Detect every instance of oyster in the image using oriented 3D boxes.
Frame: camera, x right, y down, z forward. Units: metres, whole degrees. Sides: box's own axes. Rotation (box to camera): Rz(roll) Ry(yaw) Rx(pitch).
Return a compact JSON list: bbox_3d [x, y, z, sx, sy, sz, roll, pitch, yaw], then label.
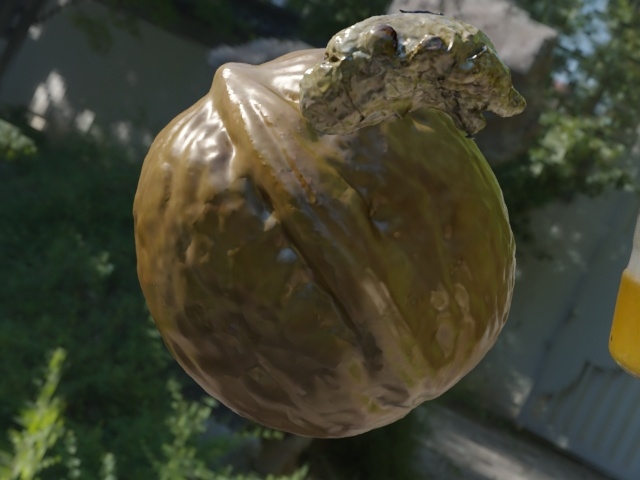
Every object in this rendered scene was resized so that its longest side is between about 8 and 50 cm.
[{"bbox_3d":[0.040,-0.061,0.631,0.081,0.083,0.038,50,0,-22],"label":"oyster"}]

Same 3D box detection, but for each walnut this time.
[{"bbox_3d":[0.000,0.000,1.227,0.332,0.333,0.333,26,1,-1],"label":"walnut"}]

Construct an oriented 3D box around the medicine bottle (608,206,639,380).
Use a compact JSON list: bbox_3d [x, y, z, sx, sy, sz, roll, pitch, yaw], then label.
[{"bbox_3d":[0.320,-0.009,0.936,0.237,0.232,0.238,10,7,-1],"label":"medicine bottle"}]
